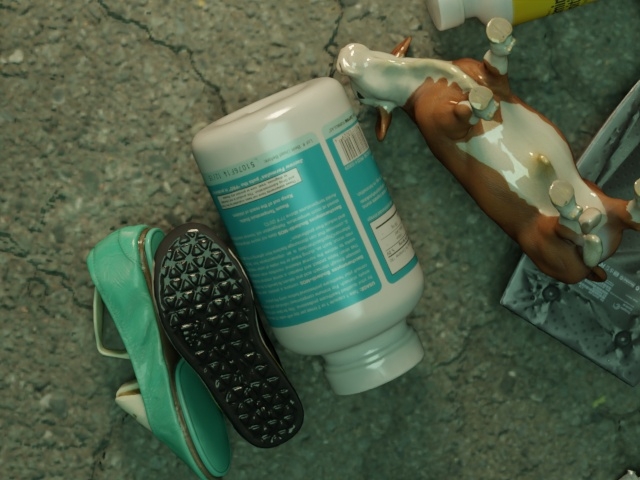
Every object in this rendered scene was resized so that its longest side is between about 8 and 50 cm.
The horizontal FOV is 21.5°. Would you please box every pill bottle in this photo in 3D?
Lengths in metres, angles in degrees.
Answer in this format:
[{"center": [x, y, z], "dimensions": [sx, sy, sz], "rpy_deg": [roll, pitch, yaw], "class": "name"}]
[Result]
[{"center": [0.000, 0.000, 1.492], "dimensions": [0.146, 0.146, 0.264], "rpy_deg": [-24, 99, -2], "class": "pill bottle"}, {"center": [0.183, -0.247, 1.499], "dimensions": [0.184, 0.103, 0.103], "rpy_deg": [-17, 99, -3], "class": "pill bottle"}]

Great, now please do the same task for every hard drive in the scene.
[{"center": [0.292, -0.012, 1.567], "dimensions": [0.172, 0.054, 0.254], "rpy_deg": [31, 93, -9], "class": "hard drive"}]

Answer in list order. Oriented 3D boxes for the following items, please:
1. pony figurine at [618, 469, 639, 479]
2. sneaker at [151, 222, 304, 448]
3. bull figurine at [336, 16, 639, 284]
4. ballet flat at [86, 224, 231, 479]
[{"center": [0.297, 0.422, 1.543], "dimensions": [0.351, 0.303, 0.363], "rpy_deg": [-43, 115, 10], "class": "pony figurine"}, {"center": [-0.091, 0.085, 1.514], "dimensions": [0.084, 0.097, 0.234], "rpy_deg": [-25, 112, -5], "class": "sneaker"}, {"center": [0.154, -0.087, 1.462], "dimensions": [0.310, 0.188, 0.101], "rpy_deg": [43, 75, 0], "class": "bull figurine"}, {"center": [-0.154, 0.107, 1.534], "dimensions": [0.087, 0.083, 0.247], "rpy_deg": [-13, 100, 20], "class": "ballet flat"}]
